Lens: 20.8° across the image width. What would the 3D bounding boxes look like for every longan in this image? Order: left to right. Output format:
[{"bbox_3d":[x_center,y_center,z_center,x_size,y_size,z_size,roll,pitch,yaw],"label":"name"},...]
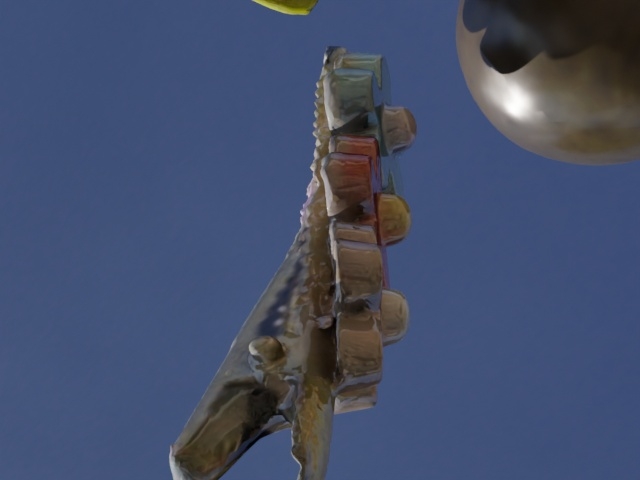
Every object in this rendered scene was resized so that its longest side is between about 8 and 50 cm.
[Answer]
[{"bbox_3d":[0.103,-0.079,0.616,0.092,0.113,0.113,49,-126,-48],"label":"longan"}]

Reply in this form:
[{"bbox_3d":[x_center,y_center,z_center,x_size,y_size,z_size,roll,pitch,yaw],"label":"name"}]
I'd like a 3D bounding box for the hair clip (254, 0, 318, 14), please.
[{"bbox_3d":[-0.030,-0.124,0.612,0.072,0.173,0.046,25,-75,-24],"label":"hair clip"}]

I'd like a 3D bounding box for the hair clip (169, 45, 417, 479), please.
[{"bbox_3d":[0.007,0.000,0.534,0.056,0.062,0.214,1,-143,14],"label":"hair clip"}]
